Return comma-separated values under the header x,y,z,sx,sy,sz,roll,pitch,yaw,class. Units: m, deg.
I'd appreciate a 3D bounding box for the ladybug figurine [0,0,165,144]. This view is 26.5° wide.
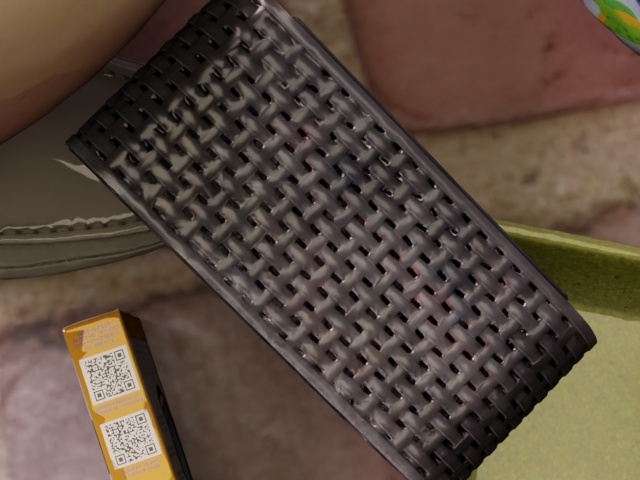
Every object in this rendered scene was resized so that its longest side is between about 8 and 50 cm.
x,y,z,sx,sy,sz,roll,pitch,yaw,class
-0.178,-0.190,0.501,0.305,0.162,0.449,12,53,-14,ladybug figurine

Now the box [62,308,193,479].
x,y,z,sx,sy,sz,roll,pitch,yaw,class
-0.070,0.098,0.569,0.028,0.081,0.136,-17,84,-4,box

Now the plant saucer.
x,y,z,sx,sy,sz,roll,pitch,yaw,class
0.134,0.100,0.593,0.188,0.045,0.188,11,84,-1,plant saucer

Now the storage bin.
x,y,z,sx,sy,sz,roll,pitch,yaw,class
0.000,0.000,0.502,0.084,0.122,0.180,-45,98,-5,storage bin

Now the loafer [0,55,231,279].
x,y,z,sx,sy,sz,roll,pitch,yaw,class
-0.194,-0.042,0.564,0.320,0.111,0.112,1,84,-2,loafer

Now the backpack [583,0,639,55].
x,y,z,sx,sy,sz,roll,pitch,yaw,class
0.223,-0.226,0.547,0.290,0.273,0.355,16,96,-7,backpack
